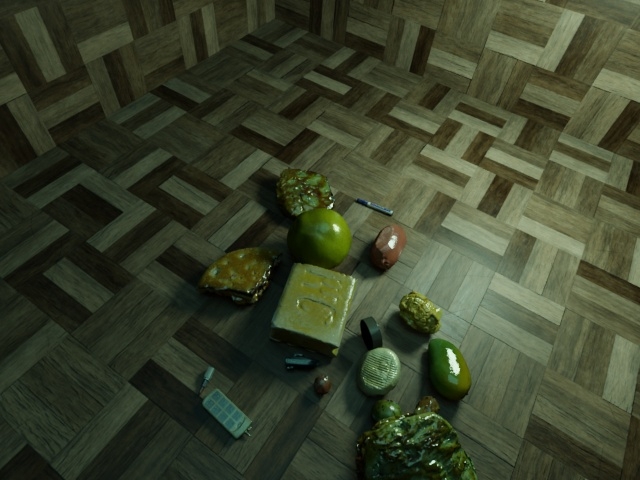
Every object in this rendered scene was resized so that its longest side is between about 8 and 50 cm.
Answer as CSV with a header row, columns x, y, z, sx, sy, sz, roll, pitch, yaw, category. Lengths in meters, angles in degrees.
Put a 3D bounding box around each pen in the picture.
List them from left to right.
x,y,z,sx,sy,sz,roll,pitch,yaw,category
0.285,-0.178,2.186,0.204,0.025,0.025,24,54,13,pen

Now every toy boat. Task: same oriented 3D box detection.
x,y,z,sx,sy,sz,roll,pitch,yaw,category
-0.068,0.475,1.635,0.141,0.055,0.060,3,59,-2,toy boat

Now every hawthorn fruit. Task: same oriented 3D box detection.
x,y,z,sx,sy,sz,roll,pitch,yaw,category
0.003,0.563,1.581,0.066,0.067,0.103,14,79,6,hawthorn fruit

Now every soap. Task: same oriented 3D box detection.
x,y,z,sx,sy,sz,roll,pitch,yaw,category
-0.026,0.279,1.732,0.293,0.156,0.335,18,54,4,soap

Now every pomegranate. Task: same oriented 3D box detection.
x,y,z,sx,sy,sz,roll,pitch,yaw,category
0.235,0.646,1.507,0.114,0.114,0.142,12,80,5,pomegranate

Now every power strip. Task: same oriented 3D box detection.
x,y,z,sx,sy,sz,roll,pitch,yaw,category
-0.335,0.629,1.511,0.226,0.029,0.080,34,57,20,power strip

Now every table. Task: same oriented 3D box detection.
x,y,z,sx,sy,sz,roll,pitch,yaw,category
0.203,0.377,1.684,0.043,0.134,0.134,-13,55,-13,table

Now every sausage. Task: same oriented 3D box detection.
x,y,z,sx,sy,sz,roll,pitch,yaw,category
0.316,0.026,1.962,0.148,0.148,0.255,19,52,10,sausage

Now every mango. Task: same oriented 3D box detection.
x,y,z,sx,sy,sz,roll,pitch,yaw,category
0.497,0.500,1.636,0.156,0.114,0.251,-6,40,3,mango

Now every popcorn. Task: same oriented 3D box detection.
x,y,z,sx,sy,sz,roll,pitch,yaw,category
0.417,0.310,1.742,0.140,0.163,0.194,-42,92,-4,popcorn

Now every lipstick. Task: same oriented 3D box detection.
x,y,z,sx,sy,sz,roll,pitch,yaw,category
-0.434,0.532,1.581,0.025,0.025,0.107,16,59,8,lipstick

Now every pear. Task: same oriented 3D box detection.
x,y,z,sx,sy,sz,roll,pitch,yaw,category
0.000,0.000,1.879,0.293,0.294,0.295,2,52,-3,pear

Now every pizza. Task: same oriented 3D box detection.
x,y,z,sx,sy,sz,roll,pitch,yaw,category
-0.333,0.153,1.825,0.408,0.114,0.278,-28,59,-23,pizza

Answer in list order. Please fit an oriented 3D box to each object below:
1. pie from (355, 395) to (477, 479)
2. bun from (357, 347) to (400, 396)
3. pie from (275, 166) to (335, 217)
x,y,z,sx,sy,sz,roll,pitch,yaw,category
0.319,0.770,1.345,0.394,0.180,0.419,-21,79,-14,pie
0.224,0.509,1.608,0.163,0.111,0.188,13,62,16,bun
-0.085,-0.230,2.148,0.288,0.103,0.355,-11,58,-13,pie
